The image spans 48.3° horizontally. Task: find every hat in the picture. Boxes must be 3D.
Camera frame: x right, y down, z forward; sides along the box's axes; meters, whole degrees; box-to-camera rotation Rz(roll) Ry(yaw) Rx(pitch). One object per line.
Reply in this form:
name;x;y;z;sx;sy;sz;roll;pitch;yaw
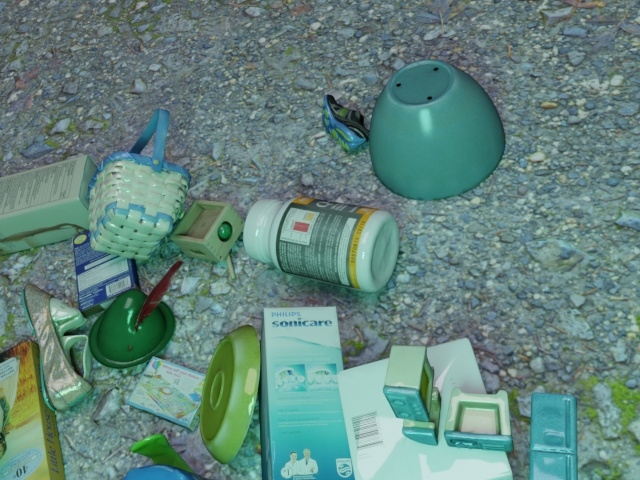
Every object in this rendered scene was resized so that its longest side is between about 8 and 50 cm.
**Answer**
hat;-0.384;0.124;1.410;0.173;0.183;0.208;29;58;25

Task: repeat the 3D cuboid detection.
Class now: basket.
basket;-0.401;-0.117;1.573;0.255;0.201;0.288;-39;47;50

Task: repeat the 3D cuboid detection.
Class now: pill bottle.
pill bottle;0.000;0.000;1.393;0.279;0.162;0.162;12;60;27

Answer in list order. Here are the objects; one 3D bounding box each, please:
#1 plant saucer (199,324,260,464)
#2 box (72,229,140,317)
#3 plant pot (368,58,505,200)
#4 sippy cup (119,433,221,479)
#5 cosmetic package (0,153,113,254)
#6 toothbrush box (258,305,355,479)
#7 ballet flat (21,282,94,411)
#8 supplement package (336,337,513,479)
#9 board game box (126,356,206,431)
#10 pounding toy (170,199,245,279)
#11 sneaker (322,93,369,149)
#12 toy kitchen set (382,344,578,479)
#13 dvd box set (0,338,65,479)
plant saucer;-0.164;0.261;1.235;0.037;0.241;0.241;15;51;-20
box;-0.486;0.056;1.612;0.136;0.036;0.225;-23;52;2
plant pot;0.224;-0.255;1.475;0.290;0.195;0.290;-10;53;14
sippy cup;-0.224;0.457;1.100;0.306;0.224;0.240;19;63;31
cosmetic package;-0.669;-0.084;1.724;0.296;0.129;0.153;-12;51;13
toothbrush box;-0.033;0.284;1.146;0.126;0.216;0.295;-1;51;-9
ballet flat;-0.536;0.205;1.488;0.106;0.107;0.316;-25;60;-4
supplement package;0.162;0.308;1.038;0.198;0.262;0.199;-16;52;7
board game box;-0.284;0.292;1.370;0.154;0.026;0.103;13;61;28
pounding toy;-0.228;-0.003;1.535;0.141;0.100;0.130;8;57;38
sneaker;0.057;-0.274;1.645;0.078;0.067;0.188;-17;46;-19
toy kitchen set;0.188;0.211;0.824;0.207;0.166;0.122;-1;55;18
dvd box set;-0.658;0.431;1.384;0.308;0.062;0.420;-28;50;0
